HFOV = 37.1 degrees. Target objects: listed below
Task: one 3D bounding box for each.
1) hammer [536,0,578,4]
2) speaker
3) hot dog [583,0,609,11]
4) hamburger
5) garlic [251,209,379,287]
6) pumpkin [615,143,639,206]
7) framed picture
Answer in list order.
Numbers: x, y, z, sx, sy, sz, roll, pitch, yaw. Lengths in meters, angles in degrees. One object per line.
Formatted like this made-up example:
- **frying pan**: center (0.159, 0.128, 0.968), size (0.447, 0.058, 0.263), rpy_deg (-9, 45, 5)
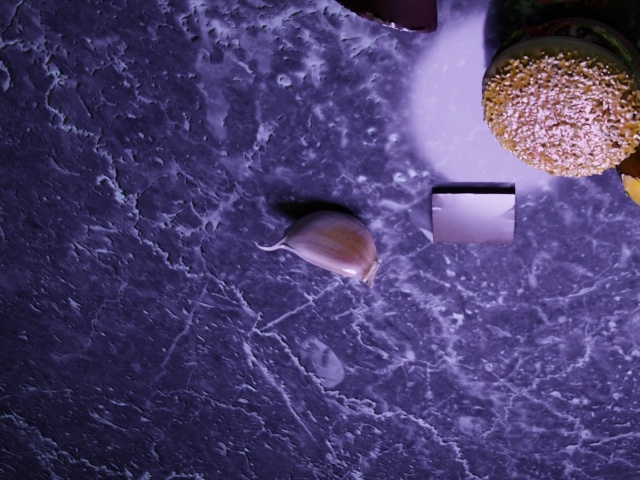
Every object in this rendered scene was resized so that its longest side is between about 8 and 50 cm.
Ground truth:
- **hammer**: center (0.410, -0.425, 1.632), size (0.083, 0.043, 0.043), rpy_deg (-1, 128, 13)
- **speaker**: center (0.194, -0.496, 1.533), size (0.259, 0.198, 0.329), rpy_deg (29, 120, 3)
- **hot dog**: center (0.480, -0.441, 1.614), size (0.049, 0.037, 0.122), rpy_deg (8, 136, -11)
- **hamburger**: center (0.424, -0.243, 1.658), size (0.302, 0.170, 0.302), rpy_deg (19, 135, 20)
- **garlic**: center (-0.004, -0.001, 1.981), size (0.266, 0.148, 0.129), rpy_deg (11, 99, 1)
- **pumpkin**: center (0.695, -0.113, 1.770), size (0.280, 0.139, 0.190), rpy_deg (39, 129, -24)
- **framed picture**: center (0.315, -0.050, 1.964), size (0.168, 0.023, 0.128), rpy_deg (1, 128, 10)
